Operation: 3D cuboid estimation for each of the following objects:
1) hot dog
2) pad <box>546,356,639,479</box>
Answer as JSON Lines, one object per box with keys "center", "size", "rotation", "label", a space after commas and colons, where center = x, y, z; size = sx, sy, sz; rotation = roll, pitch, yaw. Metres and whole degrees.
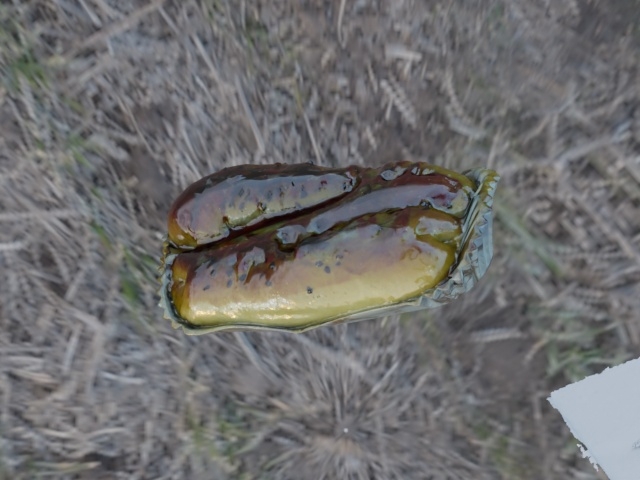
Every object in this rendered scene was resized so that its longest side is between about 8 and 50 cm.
{"center": [0.000, 0.000, 1.216], "size": [0.270, 0.082, 0.163], "rotation": [-6, 39, 24], "label": "hot dog"}
{"center": [0.242, 0.075, 0.847], "size": [0.232, 0.156, 0.004], "rotation": [-20, 119, -7], "label": "pad"}
